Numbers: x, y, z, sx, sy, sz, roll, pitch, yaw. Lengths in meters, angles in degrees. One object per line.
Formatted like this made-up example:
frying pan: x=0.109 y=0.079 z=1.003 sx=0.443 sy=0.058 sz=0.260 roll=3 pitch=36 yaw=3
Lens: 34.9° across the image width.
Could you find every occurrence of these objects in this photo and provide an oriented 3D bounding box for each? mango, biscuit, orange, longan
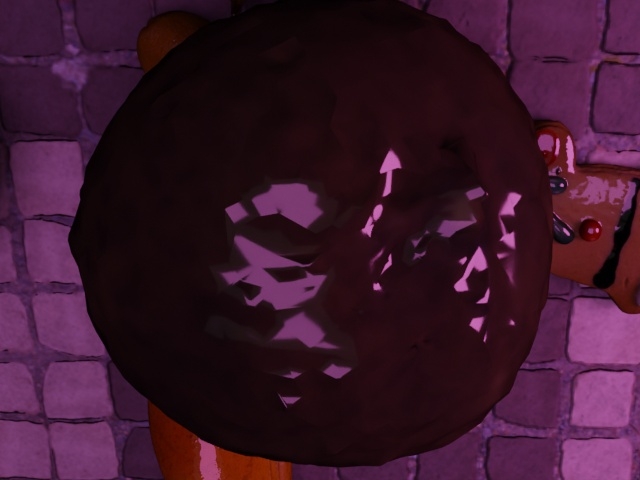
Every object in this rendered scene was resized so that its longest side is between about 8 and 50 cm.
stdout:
mango: x=-0.102 y=0.220 z=1.081 sx=0.126 sy=0.154 sz=0.252 roll=-15 pitch=98 yaw=18
biscuit: x=0.220 y=-0.020 z=1.006 sx=0.301 sy=0.049 sz=0.197 roll=13 pitch=111 yaw=-1
orange: x=-0.126 y=-0.170 z=0.944 sx=0.095 sy=0.085 sz=0.085 roll=47 pitch=110 yaw=8
longan: x=0.000 y=0.000 z=0.828 sx=0.391 sy=0.391 sz=0.391 roll=1 pitch=113 yaw=3

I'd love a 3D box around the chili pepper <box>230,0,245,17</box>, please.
chili pepper: x=-0.067 y=-0.252 z=0.903 sx=0.084 sy=0.086 sz=0.192 roll=1 pitch=106 yaw=-27
